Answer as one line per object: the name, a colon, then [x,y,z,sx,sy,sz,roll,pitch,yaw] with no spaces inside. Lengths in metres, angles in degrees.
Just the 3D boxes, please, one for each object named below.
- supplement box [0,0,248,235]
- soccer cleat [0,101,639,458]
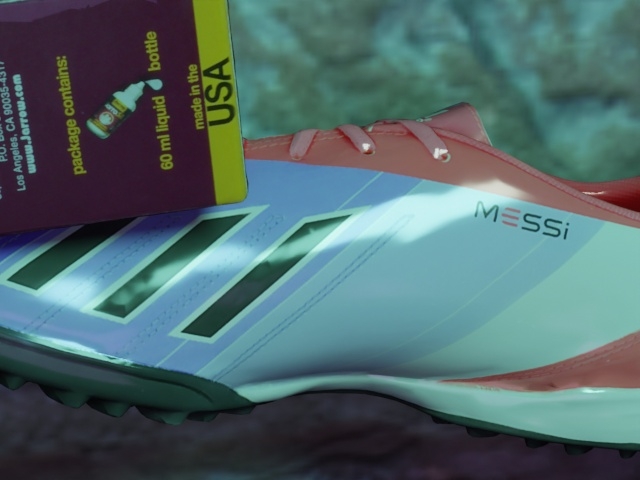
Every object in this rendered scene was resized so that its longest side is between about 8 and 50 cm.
supplement box: [-0.124,-0.055,0.624,0.188,0.104,0.080,-8,118,-5]
soccer cleat: [0.000,0.000,0.682,0.318,0.108,0.116,7,104,-15]
